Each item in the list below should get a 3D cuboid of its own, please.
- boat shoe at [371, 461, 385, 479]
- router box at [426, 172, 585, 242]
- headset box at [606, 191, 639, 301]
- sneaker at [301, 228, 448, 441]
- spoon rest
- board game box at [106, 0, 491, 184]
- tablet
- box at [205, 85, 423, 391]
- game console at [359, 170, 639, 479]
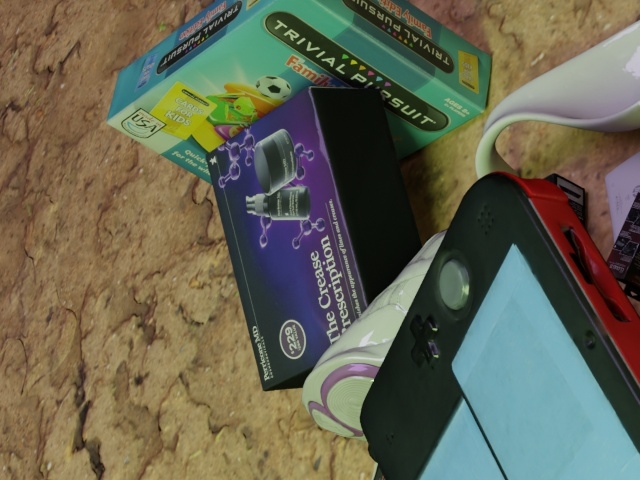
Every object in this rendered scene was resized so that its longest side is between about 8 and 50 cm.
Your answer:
[{"bbox_3d":[0.072,0.232,1.668,0.042,0.049,0.133,-36,36,51],"label":"boat shoe"},{"bbox_3d":[0.168,0.032,1.671,0.179,0.046,0.133,-29,46,45],"label":"router box"},{"bbox_3d":[0.278,0.011,1.502,0.032,0.062,0.083,23,89,60],"label":"headset box"},{"bbox_3d":[0.100,0.079,1.623,0.305,0.114,0.152,-42,13,39],"label":"sneaker"},{"bbox_3d":[0.236,-0.123,1.632,0.276,0.084,0.137,-36,24,41],"label":"spoon rest"},{"bbox_3d":[-0.028,-0.158,1.901,0.336,0.254,0.079,-29,40,45],"label":"board game box"},{"bbox_3d":[0.277,-0.038,1.596,0.054,0.006,0.083,-37,40,37],"label":"tablet"},{"bbox_3d":[0.000,0.000,1.810,0.184,0.103,0.261,-31,68,47],"label":"box"},{"bbox_3d":[0.157,0.177,1.370,0.342,0.060,0.386,-62,39,38],"label":"game console"}]
